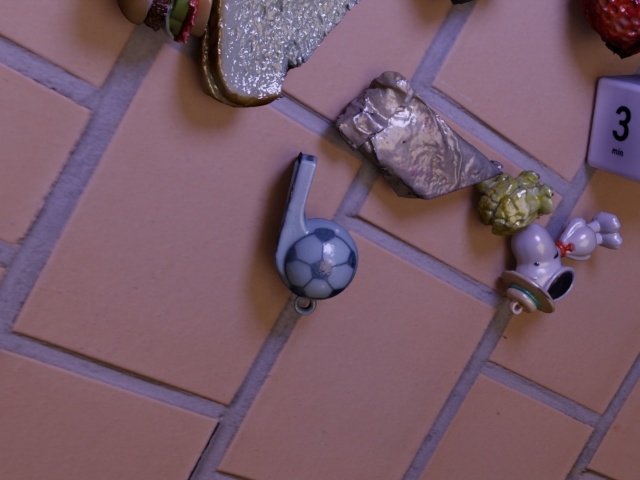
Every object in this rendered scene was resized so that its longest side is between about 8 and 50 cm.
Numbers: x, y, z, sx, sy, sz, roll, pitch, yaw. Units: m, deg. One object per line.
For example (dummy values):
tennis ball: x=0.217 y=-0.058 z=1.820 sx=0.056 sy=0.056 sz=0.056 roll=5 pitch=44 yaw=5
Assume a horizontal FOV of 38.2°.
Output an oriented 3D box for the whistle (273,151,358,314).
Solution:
whistle: x=0.000 y=0.000 z=1.653 sx=0.163 sy=0.163 sz=0.290 roll=6 pitch=106 yaw=-31

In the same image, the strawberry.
strawberry: x=0.610 y=-0.512 z=1.755 sx=0.250 sy=0.238 sz=0.288 roll=-28 pitch=111 yaw=5

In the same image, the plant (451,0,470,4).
plant: x=0.306 y=-0.525 z=1.614 sx=0.256 sy=0.142 sz=0.164 roll=-46 pitch=143 yaw=-11

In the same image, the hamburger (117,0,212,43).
hamburger: x=-0.235 y=-0.387 z=1.376 sx=0.136 sy=0.175 sz=0.175 roll=7 pitch=105 yaw=-20

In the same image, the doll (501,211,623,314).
doll: x=0.519 y=0.049 z=1.970 sx=0.271 sy=0.144 sz=0.208 roll=-4 pitch=101 yaw=-23

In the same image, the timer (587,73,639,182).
timer: x=0.700 y=-0.236 z=1.933 sx=0.194 sy=0.192 sz=0.195 roll=-7 pitch=112 yaw=-27

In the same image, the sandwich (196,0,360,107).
sandwich: x=-0.064 y=-0.349 z=1.518 sx=0.288 sy=0.099 sz=0.254 roll=-7 pitch=105 yaw=-27

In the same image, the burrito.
burrito: x=0.177 y=-0.169 z=1.722 sx=0.347 sy=0.107 sz=0.175 roll=35 pitch=105 yaw=-32

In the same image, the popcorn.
popcorn: x=0.384 y=-0.071 z=1.856 sx=0.141 sy=0.162 sz=0.136 roll=92 pitch=17 yaw=-60
